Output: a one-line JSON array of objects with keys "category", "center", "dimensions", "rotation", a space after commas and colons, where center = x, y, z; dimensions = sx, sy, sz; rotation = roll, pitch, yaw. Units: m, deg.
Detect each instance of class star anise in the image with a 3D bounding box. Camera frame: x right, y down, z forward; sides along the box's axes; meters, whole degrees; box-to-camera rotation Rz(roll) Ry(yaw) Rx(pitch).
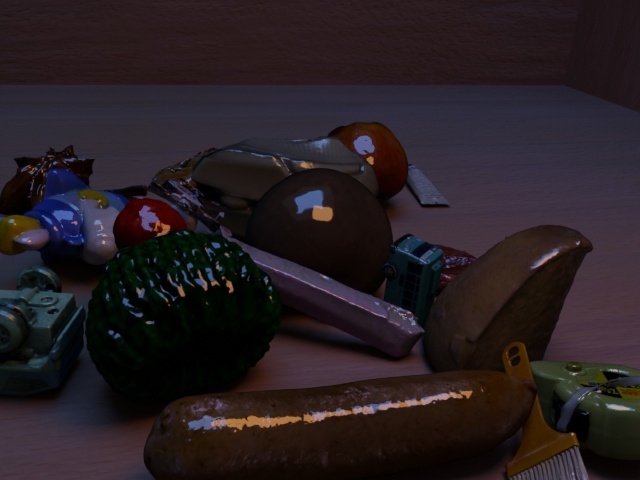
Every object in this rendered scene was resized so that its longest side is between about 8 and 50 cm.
[{"category": "star anise", "center": [-0.582, -0.120, 1.538], "dimensions": [0.347, 0.148, 0.237], "rotation": [-4, 47, -21]}]

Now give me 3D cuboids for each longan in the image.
[{"category": "longan", "center": [0.000, 0.000, 1.228], "dimensions": [0.300, 0.243, 0.300], "rotation": [8, 58, -14]}]

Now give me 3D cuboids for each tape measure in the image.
[{"category": "tape measure", "center": [0.398, 0.235, 0.913], "dimensions": [0.200, 0.106, 0.175], "rotation": [4, 13, 2]}]

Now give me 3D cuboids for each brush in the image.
[{"category": "brush", "center": [0.282, 0.232, 0.890], "dimensions": [0.013, 0.103, 0.272], "rotation": [43, 26, -22]}]

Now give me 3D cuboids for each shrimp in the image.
[{"category": "shrimp", "center": [-0.358, -0.201, 1.833], "dimensions": [0.154, 0.062, 0.294], "rotation": [5, 25, 18]}]

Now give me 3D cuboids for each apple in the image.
[{"category": "apple", "center": [0.104, -0.195, 1.659], "dimensions": [0.230, 0.229, 0.230], "rotation": [3, 24, -1]}]

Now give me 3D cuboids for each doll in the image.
[{"category": "doll", "center": [-0.421, -0.030, 1.289], "dimensions": [0.366, 0.187, 0.376], "rotation": [10, -5, -9]}]

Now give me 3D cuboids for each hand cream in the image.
[{"category": "hand cream", "center": [0.282, -0.150, 1.821], "dimensions": [0.080, 0.050, 0.234], "rotation": [-2, 29, -12]}]

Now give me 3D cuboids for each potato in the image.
[{"category": "potato", "center": [0.269, 0.074, 1.074], "dimensions": [0.190, 0.264, 0.211], "rotation": [1, 28, -27]}]

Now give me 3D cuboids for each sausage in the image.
[{"category": "sausage", "center": [0.036, 0.236, 0.829], "dimensions": [0.501, 0.136, 0.123], "rotation": [-2, 43, -15]}]

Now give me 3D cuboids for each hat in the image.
[{"category": "hat", "center": [-0.238, 0.070, 1.005], "dimensions": [0.274, 0.242, 0.332], "rotation": [4, 33, -41]}]

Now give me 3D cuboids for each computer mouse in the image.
[{"category": "computer mouse", "center": [-0.066, -0.101, 1.451], "dimensions": [0.429, 0.228, 0.145], "rotation": [0, 33, -13]}]

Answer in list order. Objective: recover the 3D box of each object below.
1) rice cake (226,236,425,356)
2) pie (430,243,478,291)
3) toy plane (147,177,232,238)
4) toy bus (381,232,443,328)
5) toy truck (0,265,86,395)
[{"category": "rice cake", "center": [-0.004, 0.093, 1.090], "dimensions": [0.365, 0.072, 0.056], "rotation": [24, 30, 3]}, {"category": "pie", "center": [0.246, 0.058, 1.347], "dimensions": [0.183, 0.049, 0.182], "rotation": [6, 20, -2]}, {"category": "toy plane", "center": [-0.265, -0.068, 1.376], "dimensions": [0.197, 0.053, 0.078], "rotation": [38, 16, -13]}, {"category": "toy bus", "center": [0.160, 0.077, 1.159], "dimensions": [0.092, 0.160, 0.079], "rotation": [20, 29, 28]}, {"category": "toy truck", "center": [-0.498, 0.131, 0.963], "dimensions": [0.279, 0.156, 0.155], "rotation": [3, 24, 0]}]
